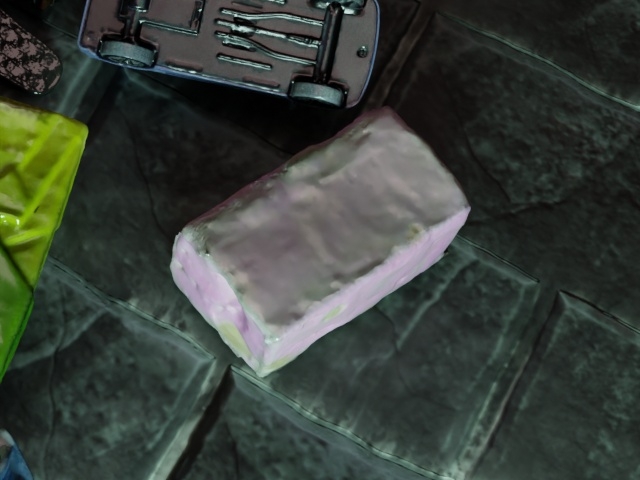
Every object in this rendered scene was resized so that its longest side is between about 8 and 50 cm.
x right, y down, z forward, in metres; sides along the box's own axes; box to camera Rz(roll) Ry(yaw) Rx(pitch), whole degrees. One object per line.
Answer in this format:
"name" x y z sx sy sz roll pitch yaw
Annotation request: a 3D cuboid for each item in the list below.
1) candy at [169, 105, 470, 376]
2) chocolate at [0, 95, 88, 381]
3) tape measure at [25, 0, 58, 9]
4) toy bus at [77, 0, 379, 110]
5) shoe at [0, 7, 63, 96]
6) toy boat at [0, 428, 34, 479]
"candy" 0.000 0.000 1.718 0.265 0.116 0.155 -33 76 -23
"chocolate" -0.399 -0.008 1.623 0.301 0.137 0.289 18 61 -6
"tape measure" -0.306 -0.352 1.835 0.202 0.135 0.223 26 57 14
"toy bus" -0.091 -0.212 1.794 0.292 0.133 0.125 12 86 -3
"shoe" -0.347 -0.207 1.799 0.179 0.049 0.071 36 72 -12
"toy boat" -0.349 0.286 1.481 0.142 0.129 0.309 39 64 -5
